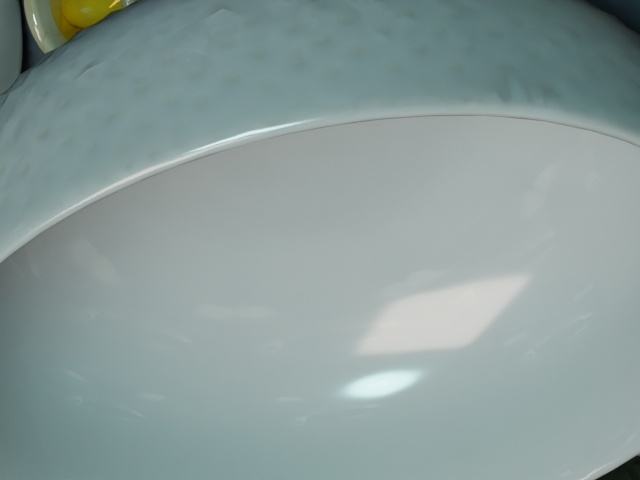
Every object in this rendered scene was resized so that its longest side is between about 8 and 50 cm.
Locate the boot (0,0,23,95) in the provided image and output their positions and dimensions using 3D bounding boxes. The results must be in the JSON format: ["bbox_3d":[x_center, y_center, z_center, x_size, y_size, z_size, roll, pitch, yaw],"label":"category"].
[{"bbox_3d":[-0.193,-0.127,0.806,0.086,0.069,0.190,13,130,23],"label":"boot"}]

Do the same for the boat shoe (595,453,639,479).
[{"bbox_3d":[0.098,0.131,0.911,0.324,0.123,0.120,-8,160,35],"label":"boat shoe"}]

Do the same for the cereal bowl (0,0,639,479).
[{"bbox_3d":[0.000,0.000,0.742,0.339,0.141,0.339,-6,146,-4],"label":"cereal bowl"}]

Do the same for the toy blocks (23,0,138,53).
[{"bbox_3d":[-0.066,-0.136,0.737,0.148,0.054,0.123,-10,127,31],"label":"toy blocks"}]
